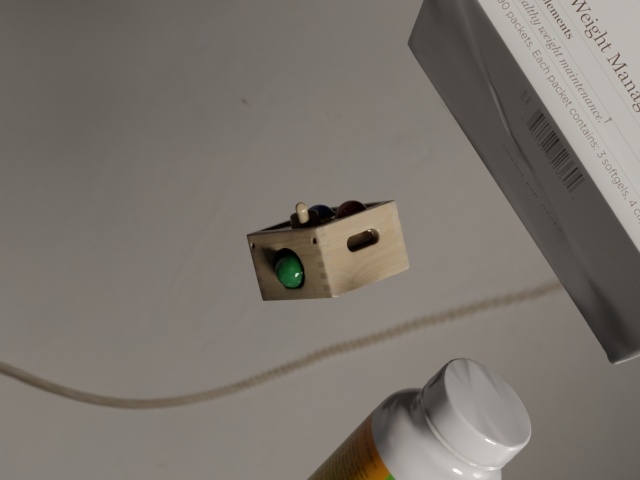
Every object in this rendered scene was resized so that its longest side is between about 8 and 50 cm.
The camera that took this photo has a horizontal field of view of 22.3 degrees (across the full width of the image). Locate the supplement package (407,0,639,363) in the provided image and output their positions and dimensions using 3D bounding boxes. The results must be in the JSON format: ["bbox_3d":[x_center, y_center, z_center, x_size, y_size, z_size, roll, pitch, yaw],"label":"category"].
[{"bbox_3d":[0.181,-0.081,0.750,0.203,0.149,0.194,-32,85,-8],"label":"supplement package"}]

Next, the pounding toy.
[{"bbox_3d":[0.000,0.000,1.600,0.130,0.141,0.100,-5,101,49],"label":"pounding toy"}]

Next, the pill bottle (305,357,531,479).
[{"bbox_3d":[0.079,0.223,1.499,0.136,0.136,0.246,50,122,16],"label":"pill bottle"}]
